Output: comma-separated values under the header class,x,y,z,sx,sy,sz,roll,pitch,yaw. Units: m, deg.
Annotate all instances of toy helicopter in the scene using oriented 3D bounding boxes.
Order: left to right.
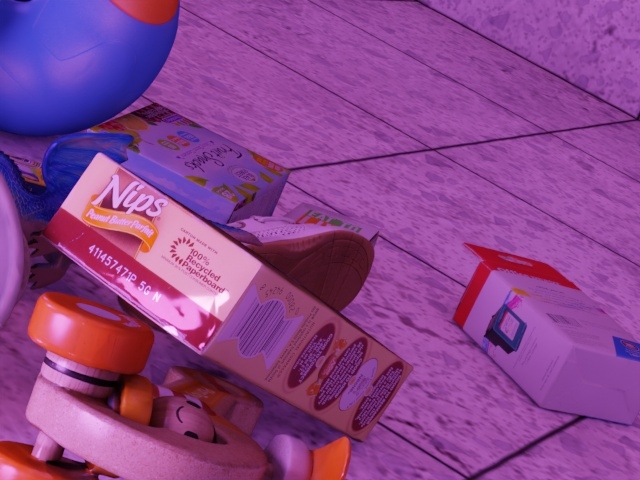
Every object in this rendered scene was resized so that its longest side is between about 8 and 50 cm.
class,x,y,z,sx,sy,sz,roll,pitch,yaw
toy helicopter,-0.087,0.136,1.445,0.235,0.140,0.355,20,4,6

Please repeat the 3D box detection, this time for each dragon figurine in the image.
class,x,y,z,sx,sy,sz,roll,pitch,yaw
dragon figurine,-0.199,-0.040,1.740,0.289,0.085,0.144,-7,52,-11

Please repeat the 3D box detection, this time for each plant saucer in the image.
class,x,y,z,sx,sy,sz,roll,pitch,yaw
plant saucer,-0.141,0.059,1.783,0.083,0.015,0.083,22,16,-7

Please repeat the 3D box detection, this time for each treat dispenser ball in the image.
class,x,y,z,sx,sy,sz,roll,pitch,yaw
treat dispenser ball,-0.288,-0.251,2.047,0.288,0.288,0.288,23,17,-7

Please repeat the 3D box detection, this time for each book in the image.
class,x,y,z,sx,sy,sz,roll,pitch,yaw
book,0.000,0.000,2.142,0.096,0.035,0.144,23,18,8

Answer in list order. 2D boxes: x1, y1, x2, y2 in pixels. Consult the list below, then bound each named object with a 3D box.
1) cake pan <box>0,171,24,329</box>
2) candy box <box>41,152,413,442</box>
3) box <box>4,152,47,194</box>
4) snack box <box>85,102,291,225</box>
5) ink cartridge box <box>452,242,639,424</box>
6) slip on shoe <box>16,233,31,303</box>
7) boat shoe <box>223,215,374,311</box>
class,x,y,z,sx,sy,sz,roll,pitch,yaw
cake pan,-0.356,-0.011,1.423,0.293,0.054,0.293,20,47,-23
candy box,-0.067,0.053,1.611,0.183,0.087,0.316,35,-2,30
box,-0.236,-0.031,1.855,0.169,0.054,0.059,17,19,-28
snack box,-0.143,-0.066,2.067,0.174,0.070,0.207,27,18,9
ink cartridge box,0.236,0.095,2.093,0.134,0.078,0.231,14,20,-34
slip on shoe,-0.381,-0.028,1.562,0.331,0.123,0.101,22,-15,-26
boat shoe,-0.050,0.016,1.897,0.096,0.098,0.277,28,13,31
